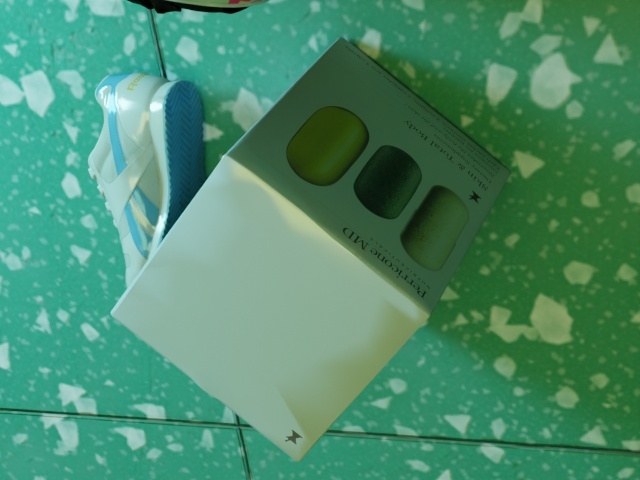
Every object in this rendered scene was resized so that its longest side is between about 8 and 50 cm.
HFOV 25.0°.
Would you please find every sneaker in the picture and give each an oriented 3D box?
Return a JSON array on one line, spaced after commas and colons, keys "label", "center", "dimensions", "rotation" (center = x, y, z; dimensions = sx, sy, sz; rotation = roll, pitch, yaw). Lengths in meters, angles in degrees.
[{"label": "sneaker", "center": [-0.166, -0.049, 1.371], "dimensions": [0.092, 0.087, 0.229], "rotation": [14, 114, 23]}]

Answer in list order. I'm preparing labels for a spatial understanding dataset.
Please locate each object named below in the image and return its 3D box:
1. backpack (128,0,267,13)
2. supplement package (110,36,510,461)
[{"label": "backpack", "center": [-0.094, -0.273, 1.113], "dimensions": [0.225, 0.253, 0.191], "rotation": [16, 121, 15]}, {"label": "supplement package", "center": [0.000, 0.000, 1.213], "dimensions": [0.199, 0.263, 0.198], "rotation": [38, 124, -1]}]
